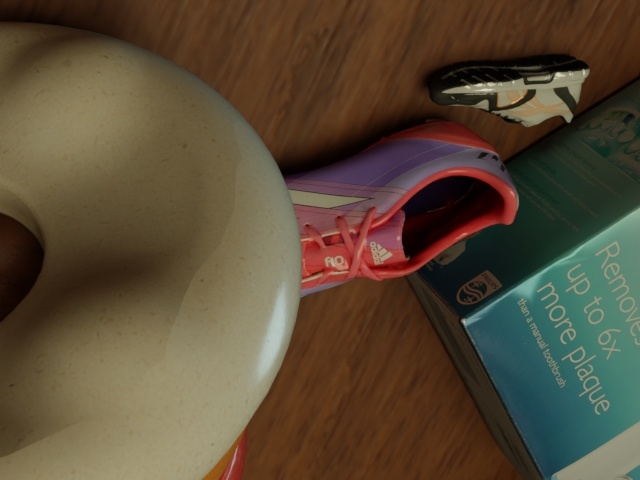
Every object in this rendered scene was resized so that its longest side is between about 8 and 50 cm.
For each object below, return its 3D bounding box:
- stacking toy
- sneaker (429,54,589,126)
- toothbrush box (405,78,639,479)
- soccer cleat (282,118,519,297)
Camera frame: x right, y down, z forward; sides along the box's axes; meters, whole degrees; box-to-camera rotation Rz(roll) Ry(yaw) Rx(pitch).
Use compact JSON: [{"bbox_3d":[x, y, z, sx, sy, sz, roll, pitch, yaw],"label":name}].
[{"bbox_3d":[-0.170,0.151,0.821,0.351,0.350,0.480,-19,139,-12],"label":"stacking toy"},{"bbox_3d":[0.119,-0.090,0.919,0.109,0.040,0.043,-5,119,-19],"label":"sneaker"},{"bbox_3d":[0.229,0.023,0.969,0.295,0.126,0.216,-32,122,-5],"label":"toothbrush box"},{"bbox_3d":[0.000,0.000,0.884,0.248,0.095,0.083,-24,122,-9],"label":"soccer cleat"}]
